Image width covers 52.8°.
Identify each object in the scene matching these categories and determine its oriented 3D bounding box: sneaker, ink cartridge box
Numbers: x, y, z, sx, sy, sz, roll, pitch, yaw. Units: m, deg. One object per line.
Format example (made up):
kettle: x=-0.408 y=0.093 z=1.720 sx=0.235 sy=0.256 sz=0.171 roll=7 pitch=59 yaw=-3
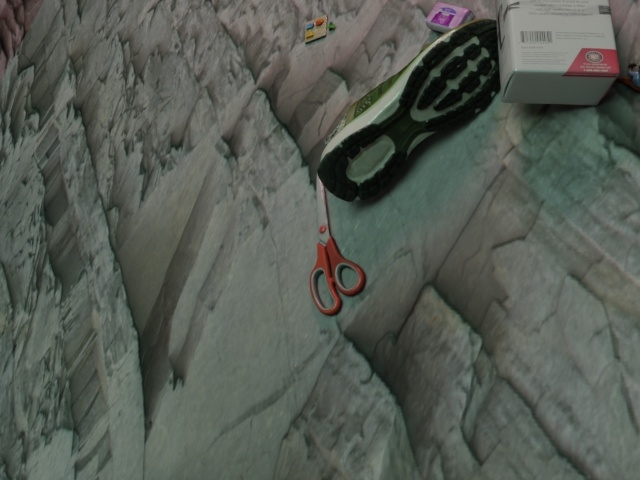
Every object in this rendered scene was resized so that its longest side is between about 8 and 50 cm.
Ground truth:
sneaker: x=0.146 y=-0.260 z=1.164 sx=0.410 sy=0.158 sz=0.182 roll=-38 pitch=34 yaw=9
ink cartridge box: x=0.365 y=-0.328 z=1.018 sx=0.159 sy=0.092 sz=0.217 roll=3 pitch=69 yaw=3

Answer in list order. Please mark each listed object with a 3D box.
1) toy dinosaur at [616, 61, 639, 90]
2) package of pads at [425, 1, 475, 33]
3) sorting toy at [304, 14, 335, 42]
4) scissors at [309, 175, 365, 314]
toy dinosaur: x=0.493 y=-0.231 z=0.969 sx=0.090 sy=0.047 sz=0.082 roll=-42 pitch=52 yaw=56
package of pads: x=0.245 y=-0.418 z=1.224 sx=0.083 sy=0.032 sz=0.050 roll=34 pitch=89 yaw=40
sorting toy: x=-0.001 y=-0.478 z=1.441 sx=0.083 sy=0.012 sz=0.062 roll=-11 pitch=63 yaw=32
scissors: x=0.000 y=0.000 z=1.211 sx=0.109 sy=0.021 sz=0.297 roll=-35 pitch=54 yaw=20
